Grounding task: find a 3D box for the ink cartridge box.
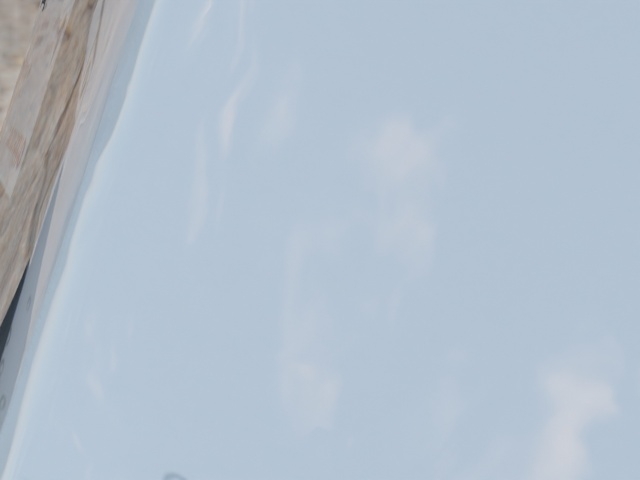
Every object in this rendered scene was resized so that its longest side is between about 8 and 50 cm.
[{"bbox_3d":[0.000,0.000,0.474,0.166,0.285,0.394,16,104,-13],"label":"ink cartridge box"}]
